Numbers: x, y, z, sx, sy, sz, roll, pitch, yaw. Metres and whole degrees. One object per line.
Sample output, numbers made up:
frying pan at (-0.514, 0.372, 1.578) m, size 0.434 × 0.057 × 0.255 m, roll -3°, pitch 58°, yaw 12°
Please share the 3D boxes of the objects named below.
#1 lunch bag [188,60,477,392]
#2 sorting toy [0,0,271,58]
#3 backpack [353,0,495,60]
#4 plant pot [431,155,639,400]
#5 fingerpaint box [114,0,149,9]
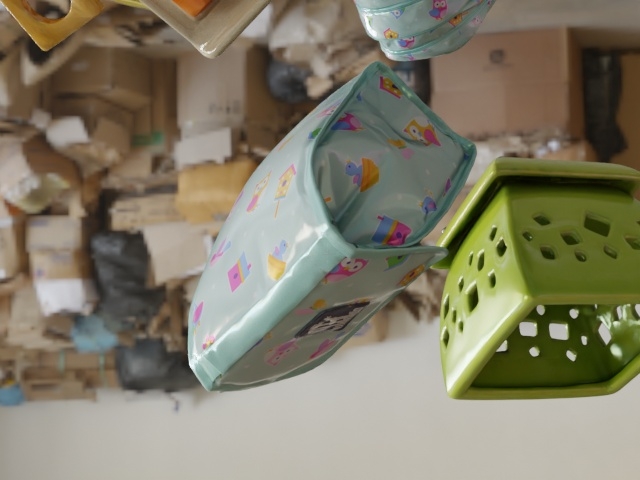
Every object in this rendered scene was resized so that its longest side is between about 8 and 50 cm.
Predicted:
lunch bag at (0.000, 0.000, 0.978) m, size 0.223 × 0.160 × 0.262 m, roll -44°, pitch -169°, yaw 36°
sorting toy at (-0.096, -0.236, 0.753) m, size 0.348 × 0.196 × 0.047 m, roll -41°, pitch -163°, yaw 29°
backpack at (0.101, -0.249, 1.016) m, size 0.152 × 0.115 × 0.182 m, roll -12°, pitch -146°, yaw 38°
plant pot at (0.257, 0.037, 1.256) m, size 0.228 × 0.207 × 0.227 m, roll 1°, pitch 146°, yaw -20°
fingerpaint box at (-0.280, -0.462, 1.201) m, size 0.445 × 0.371 × 0.163 m, roll 7°, pitch -171°, yaw -42°
